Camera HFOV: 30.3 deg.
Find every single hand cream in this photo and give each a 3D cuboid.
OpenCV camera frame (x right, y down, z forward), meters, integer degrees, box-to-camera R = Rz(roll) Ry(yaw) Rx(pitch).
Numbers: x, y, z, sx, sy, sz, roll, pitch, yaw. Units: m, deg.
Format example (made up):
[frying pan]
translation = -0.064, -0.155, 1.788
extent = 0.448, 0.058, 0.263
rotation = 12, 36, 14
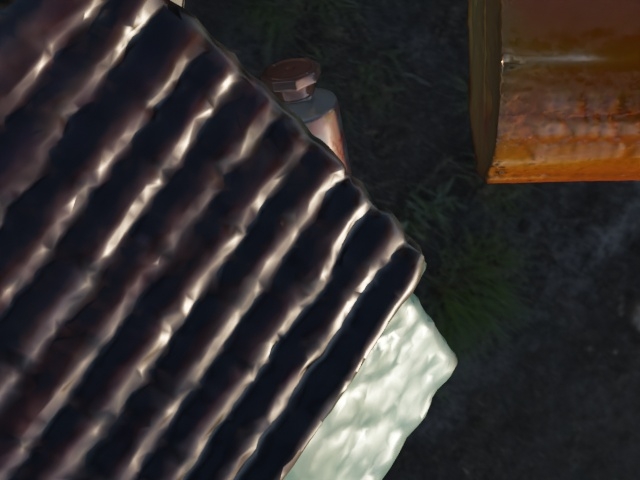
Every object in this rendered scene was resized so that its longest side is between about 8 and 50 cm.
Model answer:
[hand cream]
translation = 0.000, 0.000, 0.662
extent = 0.067, 0.043, 0.210
rotation = -34, 128, -32

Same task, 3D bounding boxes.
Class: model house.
[model house]
translation = -0.135, 0.053, 0.401
extent = 0.281, 0.230, 0.249
rotation = -55, 145, -12

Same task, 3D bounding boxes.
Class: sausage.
[sausage]
translation = 0.277, -0.167, 1.005
extent = 0.287, 0.233, 0.233
rotation = 0, 107, -1

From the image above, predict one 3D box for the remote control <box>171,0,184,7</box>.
[remote control]
translation = -0.119, -0.153, 0.757
extent = 0.077, 0.022, 0.245
rotation = -36, 157, -35
